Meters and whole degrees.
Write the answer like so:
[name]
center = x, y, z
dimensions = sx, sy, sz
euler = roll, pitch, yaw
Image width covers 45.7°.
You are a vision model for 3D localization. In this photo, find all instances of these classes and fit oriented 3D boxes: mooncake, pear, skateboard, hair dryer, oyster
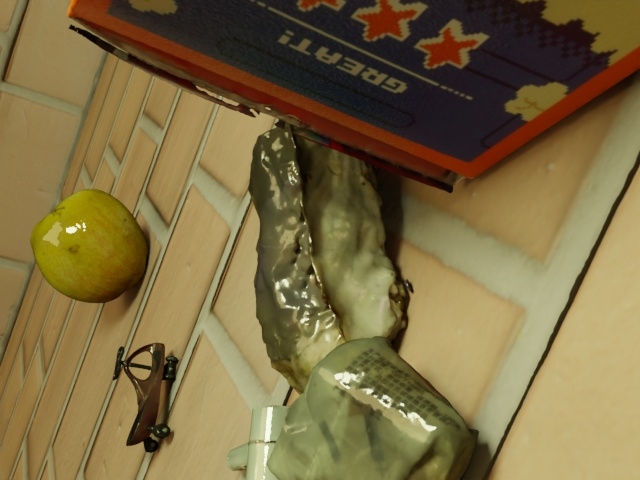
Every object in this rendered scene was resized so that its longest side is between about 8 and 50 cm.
[mooncake]
center = 0.041, 0.142, 0.513
dimensions = 0.125, 0.073, 0.130
euler = 39, 116, 35
[pear]
center = -0.403, 0.016, 1.339
dimensions = 0.200, 0.200, 0.200
euler = -41, 40, 47
[skateboard]
center = -0.242, 0.204, 1.025
dimensions = 0.067, 0.080, 0.151
euler = 128, 150, -46
[hair dryer]
center = -0.061, 0.209, 0.720
dimensions = 0.137, 0.047, 0.082
euler = 141, 138, -56
[oyster]
center = -0.003, 0.000, 0.653
dimensions = 0.166, 0.110, 0.341
euler = 163, 108, -66

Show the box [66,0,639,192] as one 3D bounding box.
[box]
center = 0.046, -0.274, 0.495
dimensions = 0.257, 0.318, 0.349
euler = -34, 46, 51
